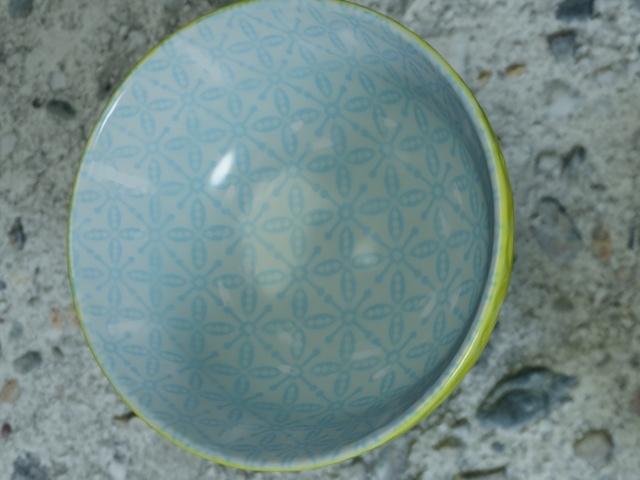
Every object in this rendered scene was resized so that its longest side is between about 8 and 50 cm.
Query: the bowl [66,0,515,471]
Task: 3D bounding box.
[{"bbox_3d":[0.000,0.000,0.906,0.289,0.156,0.289,-3,83,23],"label":"bowl"}]
